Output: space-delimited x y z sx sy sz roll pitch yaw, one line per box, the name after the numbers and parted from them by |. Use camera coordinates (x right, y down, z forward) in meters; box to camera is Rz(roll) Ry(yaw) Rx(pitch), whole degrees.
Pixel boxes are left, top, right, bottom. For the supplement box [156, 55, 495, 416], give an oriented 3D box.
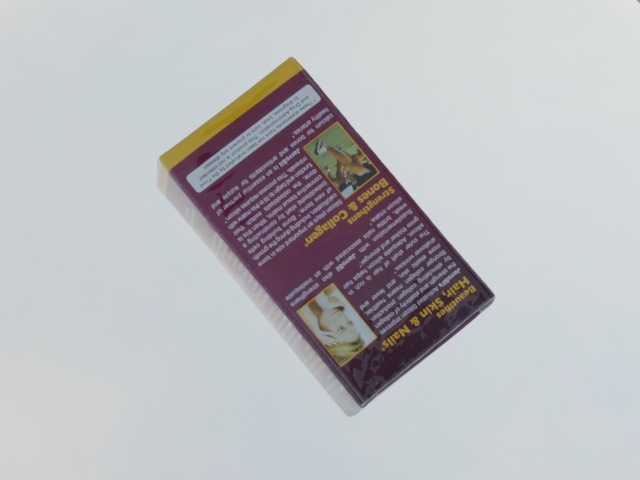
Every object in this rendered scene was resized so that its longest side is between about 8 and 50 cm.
0.000 0.000 0.983 0.104 0.081 0.188 -39 -94 -11 | supplement box

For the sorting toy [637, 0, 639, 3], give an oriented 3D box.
0.314 -0.274 1.621 0.061 0.102 0.042 -23 -168 21 | sorting toy
